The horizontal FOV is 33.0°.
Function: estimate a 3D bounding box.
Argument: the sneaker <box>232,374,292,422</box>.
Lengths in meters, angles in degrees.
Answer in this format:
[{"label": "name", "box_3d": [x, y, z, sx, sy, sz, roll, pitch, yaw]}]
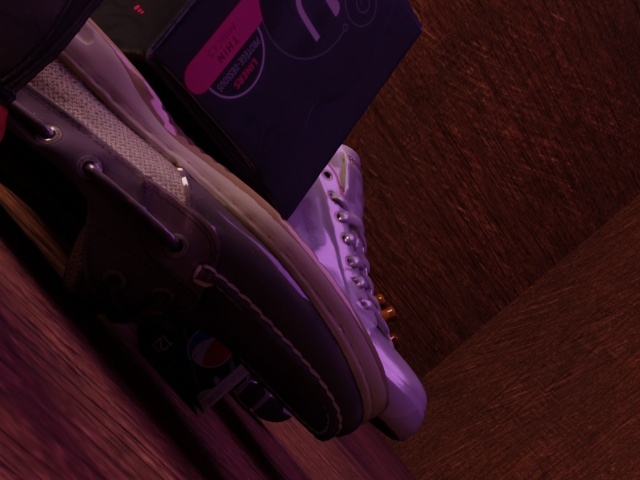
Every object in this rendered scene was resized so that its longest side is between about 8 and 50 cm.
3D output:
[{"label": "sneaker", "box_3d": [-0.066, 0.066, 0.819, 0.170, 0.068, 0.071, 51, -8, -21]}]

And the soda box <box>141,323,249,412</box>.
[{"label": "soda box", "box_3d": [-0.075, 0.047, 0.673, 0.053, 0.060, 0.169, 50, -2, -13]}]

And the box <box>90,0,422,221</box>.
[{"label": "box", "box_3d": [-0.104, -0.134, 0.675, 0.270, 0.165, 0.143, 14, -28, 42]}]

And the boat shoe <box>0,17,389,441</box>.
[{"label": "boat shoe", "box_3d": [-0.088, -0.003, 0.524, 0.285, 0.092, 0.103, 48, -25, 4]}]

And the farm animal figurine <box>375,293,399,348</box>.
[{"label": "farm animal figurine", "box_3d": [-0.048, 0.052, 1.427, 0.327, 0.172, 0.330, 100, -32, -62]}]

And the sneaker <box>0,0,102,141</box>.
[{"label": "sneaker", "box_3d": [-0.180, -0.155, 0.428, 0.276, 0.135, 0.097, 48, -1, 19]}]

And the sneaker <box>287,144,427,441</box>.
[{"label": "sneaker", "box_3d": [0.000, 0.000, 0.743, 0.290, 0.123, 0.106, 51, -4, 29]}]
